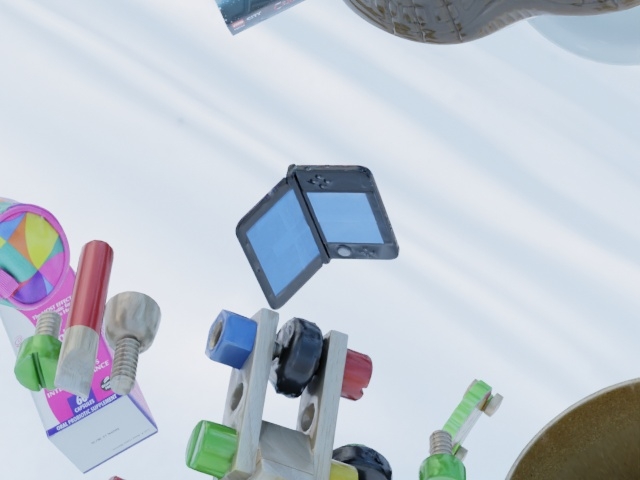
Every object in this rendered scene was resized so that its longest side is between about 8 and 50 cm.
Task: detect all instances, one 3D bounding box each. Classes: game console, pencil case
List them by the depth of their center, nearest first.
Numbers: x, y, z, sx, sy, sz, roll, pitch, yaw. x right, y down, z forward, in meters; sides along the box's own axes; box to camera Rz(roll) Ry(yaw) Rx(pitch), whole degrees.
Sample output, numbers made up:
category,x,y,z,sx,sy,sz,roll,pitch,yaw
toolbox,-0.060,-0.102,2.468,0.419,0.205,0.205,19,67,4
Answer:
category,x,y,z,sx,sy,sz,roll,pitch,yaw
pencil case,-0.324,0.006,1.626,0.104,0.104,0.236,18,-7,-35
game console,0.000,0.000,1.735,0.124,0.085,0.144,1,-37,19

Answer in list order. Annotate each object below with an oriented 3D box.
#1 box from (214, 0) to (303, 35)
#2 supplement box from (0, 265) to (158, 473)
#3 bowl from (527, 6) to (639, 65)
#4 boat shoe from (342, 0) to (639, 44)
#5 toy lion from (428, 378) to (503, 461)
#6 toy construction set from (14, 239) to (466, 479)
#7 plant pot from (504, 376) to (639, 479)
category,x,y,z,sx,sy,sz,roll,pitch,yaw
box,-0.038,-0.369,2.115,0.044,0.233,0.159,51,14,-77
supplement box,-0.303,0.157,2.177,0.220,0.111,0.114,60,0,36
bowl,0.354,-0.359,1.996,0.298,0.298,0.134,32,35,7
boat shoe,0.145,-0.222,1.319,0.341,0.121,0.110,7,33,44
toy lion,0.125,0.168,1.588,0.034,0.100,0.096,35,16,13
toy construction set,-0.085,0.178,1.185,0.309,0.257,0.237,48,26,-29
plant pot,0.311,0.288,1.528,0.254,0.237,0.237,56,1,-31
